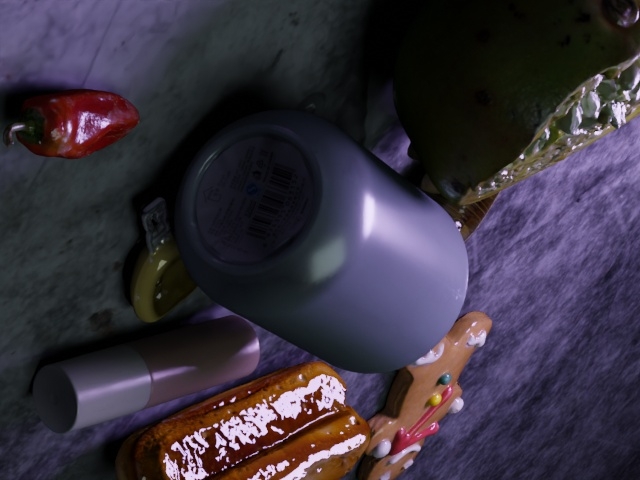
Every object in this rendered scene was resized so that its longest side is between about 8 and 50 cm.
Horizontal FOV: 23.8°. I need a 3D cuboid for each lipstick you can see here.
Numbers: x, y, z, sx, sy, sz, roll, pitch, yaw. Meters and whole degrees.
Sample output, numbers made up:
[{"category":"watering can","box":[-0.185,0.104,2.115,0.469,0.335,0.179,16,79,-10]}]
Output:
[{"category":"lipstick","box":[-0.172,0.133,1.543,0.254,0.070,0.070,-13,138,-48]}]

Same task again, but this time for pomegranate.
[{"category":"pomegranate","box":[0.188,-0.172,1.530,0.310,0.216,0.358,-29,178,-32]}]

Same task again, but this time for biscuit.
[{"category":"biscuit","box":[0.144,0.245,2.183,0.216,0.047,0.339,-16,139,-44]}]

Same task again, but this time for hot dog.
[{"category":"hot dog","box":[-0.088,0.250,1.745,0.349,0.158,0.117,-22,162,-46]}]

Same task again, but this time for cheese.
[{"category":"cheese","box":[-0.152,0.012,1.447,0.086,0.036,0.162,-37,152,-22]}]

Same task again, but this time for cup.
[{"category":"cup","box":[0.000,0.000,1.472,0.205,0.205,0.312,-49,151,4]}]

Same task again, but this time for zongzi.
[{"category":"zongzi","box":[0.174,-0.058,1.795,0.187,0.084,0.184,-49,168,-5]}]

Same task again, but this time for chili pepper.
[{"category":"chili pepper","box":[-0.198,-0.096,1.219,0.059,0.050,0.191,-60,163,18]}]
